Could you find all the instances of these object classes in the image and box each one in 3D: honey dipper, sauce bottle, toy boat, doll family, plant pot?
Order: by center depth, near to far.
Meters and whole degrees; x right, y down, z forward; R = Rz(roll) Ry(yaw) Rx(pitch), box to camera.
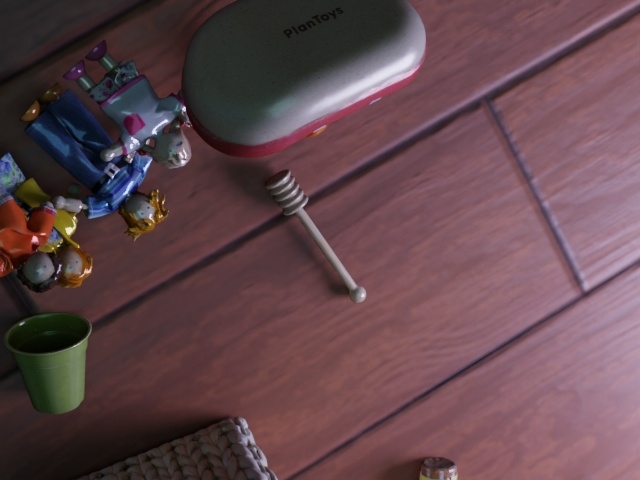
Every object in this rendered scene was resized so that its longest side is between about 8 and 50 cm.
[{"bbox_3d":[-0.018,-0.151,1.193,0.231,0.151,0.151,-28,63,-18],"label":"toy boat"},{"bbox_3d":[-0.231,-0.053,1.194,0.263,0.118,0.163,-45,101,-18],"label":"doll family"},{"bbox_3d":[-0.260,0.124,1.234,0.083,0.083,0.079,-7,115,-10],"label":"plant pot"},{"bbox_3d":[0.000,0.000,1.281,0.030,0.030,0.161,-36,108,-2],"label":"honey dipper"},{"bbox_3d":[0.123,0.298,1.365,0.042,0.042,0.128,2,101,-12],"label":"sauce bottle"}]

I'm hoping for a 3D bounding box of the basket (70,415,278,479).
[{"bbox_3d":[-0.115,0.385,1.186,0.266,0.331,0.328,-23,105,-8],"label":"basket"}]
